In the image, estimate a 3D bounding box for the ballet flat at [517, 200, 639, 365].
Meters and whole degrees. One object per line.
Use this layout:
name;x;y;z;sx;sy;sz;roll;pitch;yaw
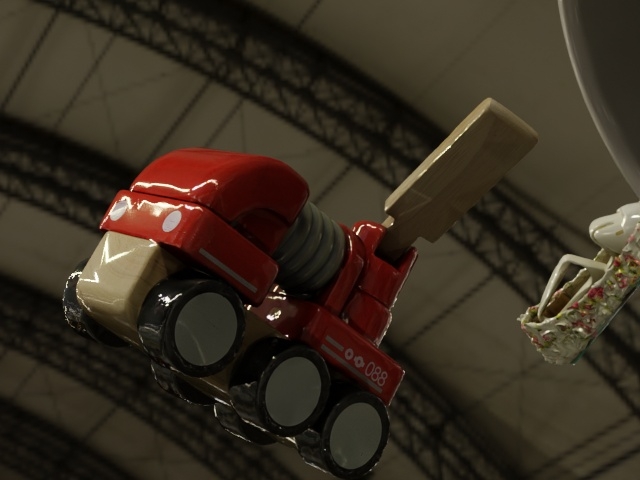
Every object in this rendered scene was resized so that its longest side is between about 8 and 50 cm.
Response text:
ballet flat;0.286;0.026;1.442;0.077;0.091;0.241;33;-70;-6

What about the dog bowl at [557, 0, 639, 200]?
dog bowl;0.254;-0.106;0.740;0.102;0.348;0.348;-27;-23;-19

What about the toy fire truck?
toy fire truck;0.000;0.000;0.897;0.158;0.246;0.217;11;-23;50
